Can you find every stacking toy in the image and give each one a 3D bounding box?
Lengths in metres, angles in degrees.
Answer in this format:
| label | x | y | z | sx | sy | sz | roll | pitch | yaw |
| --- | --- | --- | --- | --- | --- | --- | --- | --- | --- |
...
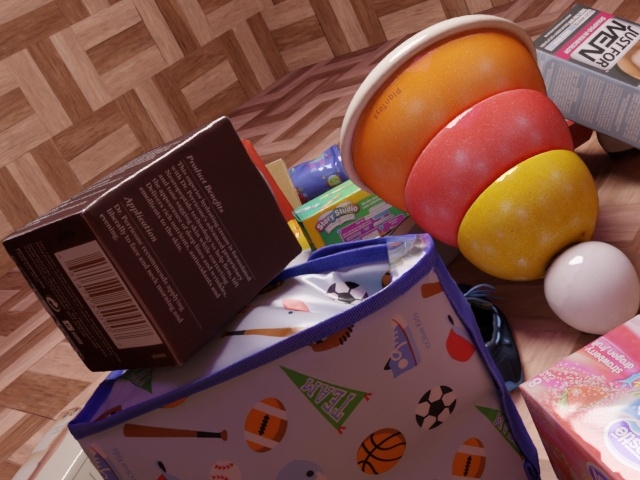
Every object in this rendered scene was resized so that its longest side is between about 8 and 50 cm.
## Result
| label | x | y | z | sx | sy | sz | roll | pitch | yaw |
| --- | --- | --- | --- | --- | --- | --- | --- | --- | --- |
| stacking toy | 0.270 | -0.056 | 1.068 | 0.350 | 0.351 | 0.480 | -28 | 58 | -2 |

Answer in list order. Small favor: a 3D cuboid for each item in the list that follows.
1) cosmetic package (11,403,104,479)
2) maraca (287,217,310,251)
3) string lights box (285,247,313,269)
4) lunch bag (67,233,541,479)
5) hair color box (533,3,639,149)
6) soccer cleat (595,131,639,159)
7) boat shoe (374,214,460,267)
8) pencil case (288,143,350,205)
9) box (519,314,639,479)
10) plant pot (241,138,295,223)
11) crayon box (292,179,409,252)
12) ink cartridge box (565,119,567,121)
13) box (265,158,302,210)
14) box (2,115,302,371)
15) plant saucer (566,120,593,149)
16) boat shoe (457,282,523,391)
| label | x | y | z | sx | sy | sz | roll | pitch | yaw |
| --- | --- | --- | --- | --- | --- | --- | --- | --- | --- |
| cosmetic package | -0.351 | 0.377 | 1.035 | 0.129 | 0.153 | 0.296 | -20 | 21 | 23 |
| maraca | 0.000 | 0.000 | 1.558 | 0.185 | 0.099 | 0.127 | 9 | 31 | 16 |
| string lights box | -0.127 | 0.112 | 1.470 | 0.259 | 0.077 | 0.133 | -19 | 22 | 19 |
| lunch bag | 0.005 | 0.198 | 0.790 | 0.385 | 0.328 | 0.239 | -24 | 20 | 13 |
| hair color box | 0.540 | -0.250 | 1.222 | 0.374 | 0.114 | 0.185 | 31 | 55 | 27 |
| soccer cleat | 0.601 | -0.288 | 1.433 | 0.116 | 0.143 | 0.331 | -10 | 28 | 35 |
| boat shoe | 0.109 | 0.026 | 1.317 | 0.340 | 0.127 | 0.158 | -38 | 30 | -24 |
| pencil case | -0.061 | -0.142 | 1.907 | 0.306 | 0.119 | 0.133 | -21 | 32 | 12 |
| box | 0.323 | 0.208 | 0.638 | 0.154 | 0.142 | 0.300 | -29 | 22 | -3 |
| plant pot | -0.231 | -0.023 | 1.684 | 0.267 | 0.267 | 0.236 | -18 | 36 | 21 |
| crayon box | 0.107 | -0.045 | 1.430 | 0.278 | 0.165 | 0.081 | -28 | 21 | -4 |
| ink cartridge box | 0.521 | -0.238 | 1.524 | 0.029 | 0.063 | 0.115 | -11 | 27 | 40 |
| box | -0.153 | -0.090 | 1.849 | 0.201 | 0.164 | 0.021 | -22 | 2 | 14 |
| box | -0.164 | 0.007 | 0.753 | 0.167 | 0.168 | 0.203 | -14 | 21 | 44 |
| plant saucer | 0.377 | -0.146 | 1.423 | 0.258 | 0.048 | 0.259 | -32 | 4 | -11 |
| boat shoe | 0.223 | 0.112 | 1.044 | 0.109 | 0.089 | 0.258 | -27 | 21 | 0 |
